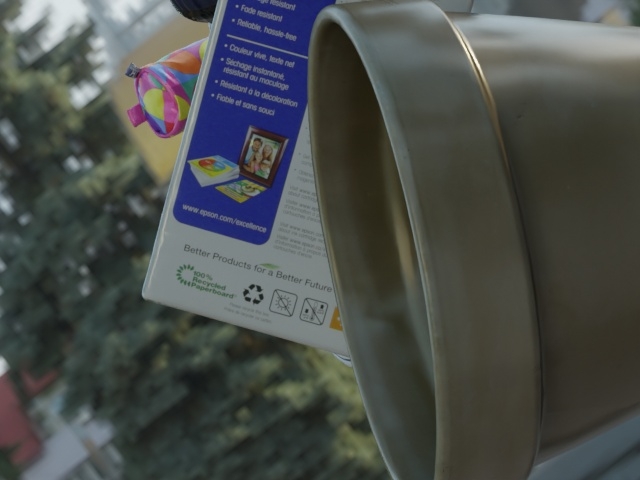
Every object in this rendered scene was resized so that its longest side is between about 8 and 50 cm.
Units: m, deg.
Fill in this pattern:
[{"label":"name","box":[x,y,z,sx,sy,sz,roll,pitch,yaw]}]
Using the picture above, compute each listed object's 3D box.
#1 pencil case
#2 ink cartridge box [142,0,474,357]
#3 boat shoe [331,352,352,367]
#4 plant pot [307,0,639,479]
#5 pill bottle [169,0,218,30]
[{"label":"pencil case","box":[-0.124,-0.209,2.320,0.236,0.104,0.104,-28,-12,-31]},{"label":"ink cartridge box","box":[-0.001,-0.107,1.378,0.069,0.175,0.371,-75,1,-70]},{"label":"boat shoe","box":[0.000,0.000,1.936,0.109,0.302,0.094,-37,-39,23]},{"label":"plant pot","box":[0.161,-0.014,1.200,0.280,0.323,0.323,-12,-13,-9]},{"label":"pill bottle","box":[-0.112,-0.285,1.776,0.123,0.219,0.123,-23,39,20]}]
